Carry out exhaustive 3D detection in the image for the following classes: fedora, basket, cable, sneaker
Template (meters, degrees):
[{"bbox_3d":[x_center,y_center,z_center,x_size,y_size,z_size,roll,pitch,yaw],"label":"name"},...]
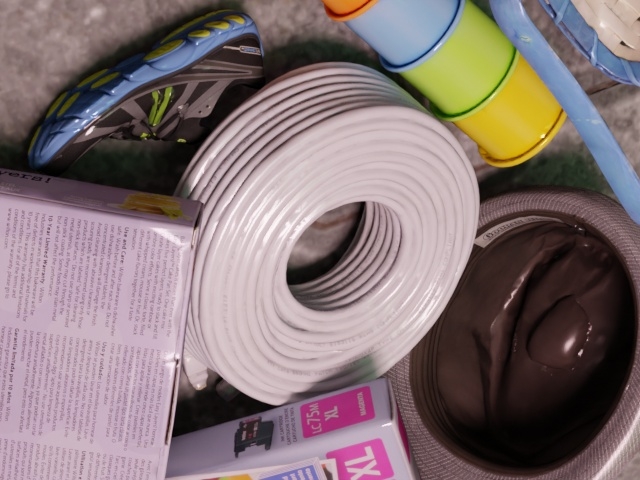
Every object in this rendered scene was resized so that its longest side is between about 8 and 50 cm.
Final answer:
[{"bbox_3d":[0.178,0.092,1.186,0.124,0.243,0.275,17,93,-61],"label":"fedora"},{"bbox_3d":[0.243,-0.187,1.070,0.255,0.201,0.289,51,51,-32],"label":"basket"},{"bbox_3d":[0.000,0.000,1.079,0.257,0.089,0.257,-31,133,-16],"label":"cable"},{"bbox_3d":[-0.117,-0.092,1.016,0.188,0.067,0.078,-31,115,-17],"label":"sneaker"}]

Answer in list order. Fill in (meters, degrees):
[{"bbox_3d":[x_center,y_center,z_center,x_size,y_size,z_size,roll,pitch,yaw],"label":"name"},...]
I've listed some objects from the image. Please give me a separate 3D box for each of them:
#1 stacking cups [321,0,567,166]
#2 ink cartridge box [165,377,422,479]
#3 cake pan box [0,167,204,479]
[{"bbox_3d":[0.051,-0.169,1.064,0.316,0.096,0.096,33,93,-31],"label":"stacking cups"},{"bbox_3d":[-0.071,0.229,1.109,0.311,0.065,0.186,-15,122,7],"label":"ink cartridge box"},{"bbox_3d":[-0.215,0.085,0.978,0.245,0.070,0.267,8,107,0],"label":"cake pan box"}]
